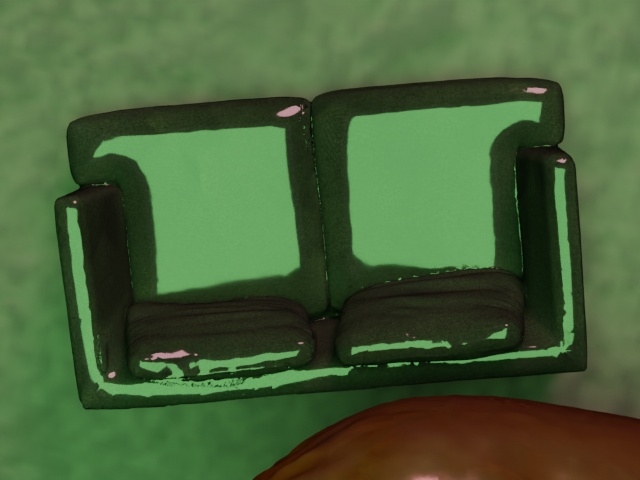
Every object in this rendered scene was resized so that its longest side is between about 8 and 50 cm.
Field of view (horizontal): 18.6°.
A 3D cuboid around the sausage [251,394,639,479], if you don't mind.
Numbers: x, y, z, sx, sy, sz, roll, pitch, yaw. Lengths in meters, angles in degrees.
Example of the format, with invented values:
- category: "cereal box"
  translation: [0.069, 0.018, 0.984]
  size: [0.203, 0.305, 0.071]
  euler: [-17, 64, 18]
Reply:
- category: "sausage"
  translation: [0.097, 0.106, 0.521]
  size: [0.259, 0.113, 0.113]
  euler: [15, 98, -17]

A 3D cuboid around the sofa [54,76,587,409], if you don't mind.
- category: "sofa"
  translation: [0.000, 0.000, 0.562]
  size: [0.147, 0.060, 0.085]
  euler: [-4, 97, 3]
